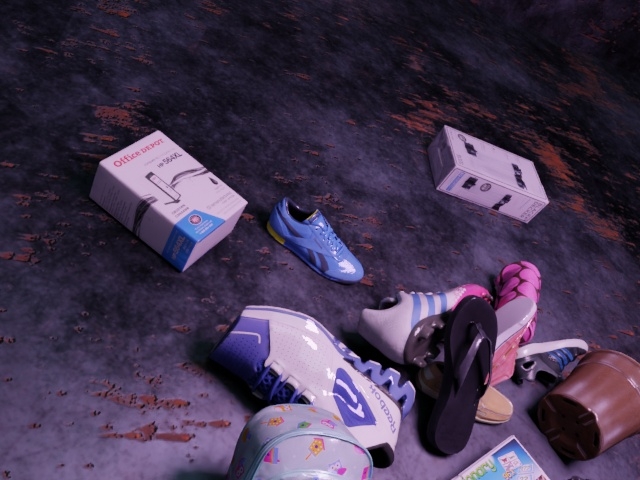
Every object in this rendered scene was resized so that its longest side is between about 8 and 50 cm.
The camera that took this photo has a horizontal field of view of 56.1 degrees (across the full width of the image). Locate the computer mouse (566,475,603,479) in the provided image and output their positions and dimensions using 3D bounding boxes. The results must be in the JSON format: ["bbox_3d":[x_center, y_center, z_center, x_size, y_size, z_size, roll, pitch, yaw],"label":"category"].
[{"bbox_3d":[0.480,0.488,0.987,0.106,0.042,0.193,18,38,-26],"label":"computer mouse"}]

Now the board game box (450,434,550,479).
[{"bbox_3d":[0.248,0.428,0.859,0.305,0.053,0.193,-14,55,-39],"label":"board game box"}]

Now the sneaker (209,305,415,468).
[{"bbox_3d":[-0.008,0.230,0.836,0.315,0.127,0.182,28,39,-11],"label":"sneaker"}]

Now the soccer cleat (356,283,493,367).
[{"bbox_3d":[0.195,0.127,1.085,0.143,0.116,0.331,24,20,34],"label":"soccer cleat"}]

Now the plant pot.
[{"bbox_3d":[0.494,0.306,1.089,0.165,0.167,0.167,-18,63,-34],"label":"plant pot"}]

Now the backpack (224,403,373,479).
[{"bbox_3d":[-0.027,0.292,0.690,0.165,0.144,0.189,16,89,-20],"label":"backpack"}]

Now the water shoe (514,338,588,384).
[{"bbox_3d":[0.453,0.243,1.191,0.203,0.073,0.080,0,70,-26],"label":"water shoe"}]

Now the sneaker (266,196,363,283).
[{"bbox_3d":[0.000,0.000,1.097,0.209,0.082,0.069,36,39,-1],"label":"sneaker"}]

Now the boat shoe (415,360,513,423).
[{"bbox_3d":[0.260,0.259,1.030,0.189,0.072,0.068,23,42,-14],"label":"boat shoe"}]

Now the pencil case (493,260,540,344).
[{"bbox_3d":[0.389,0.127,1.214,0.209,0.098,0.095,-48,128,-57],"label":"pencil case"}]

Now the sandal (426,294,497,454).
[{"bbox_3d":[0.241,0.216,0.961,0.097,0.054,0.255,15,84,-25],"label":"sandal"}]

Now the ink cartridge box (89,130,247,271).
[{"bbox_3d":[-0.249,-0.069,0.990,0.203,0.086,0.148,39,41,3],"label":"ink cartridge box"}]

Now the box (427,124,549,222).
[{"bbox_3d":[0.426,-0.168,1.537,0.289,0.087,0.169,16,44,-20],"label":"box"}]

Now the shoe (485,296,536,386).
[{"bbox_3d":[0.334,0.187,1.091,0.081,0.178,0.063,52,-10,-26],"label":"shoe"}]
